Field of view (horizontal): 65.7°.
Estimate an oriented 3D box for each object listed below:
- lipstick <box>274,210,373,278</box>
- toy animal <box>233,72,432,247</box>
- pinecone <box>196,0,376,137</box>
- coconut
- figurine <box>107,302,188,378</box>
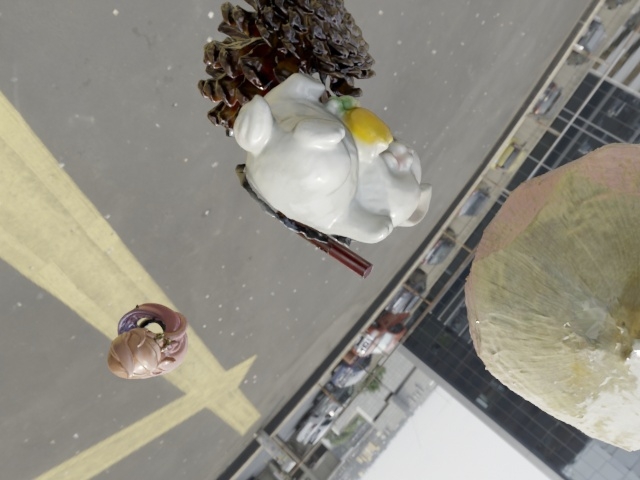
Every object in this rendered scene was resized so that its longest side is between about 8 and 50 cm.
[{"bbox_3d":[0.000,0.000,0.738,0.027,0.176,0.027,-45,155,-27],"label":"lipstick"},{"bbox_3d":[0.033,-0.090,0.626,0.154,0.208,0.325,-44,167,20],"label":"toy animal"},{"bbox_3d":[-0.063,-0.263,0.766,0.292,0.246,0.246,-31,178,40],"label":"pinecone"},{"bbox_3d":[0.390,0.073,0.660,0.404,0.405,0.404,-43,159,-21],"label":"coconut"},{"bbox_3d":[-0.265,0.166,0.770,0.126,0.114,0.157,-53,-162,-3],"label":"figurine"}]
